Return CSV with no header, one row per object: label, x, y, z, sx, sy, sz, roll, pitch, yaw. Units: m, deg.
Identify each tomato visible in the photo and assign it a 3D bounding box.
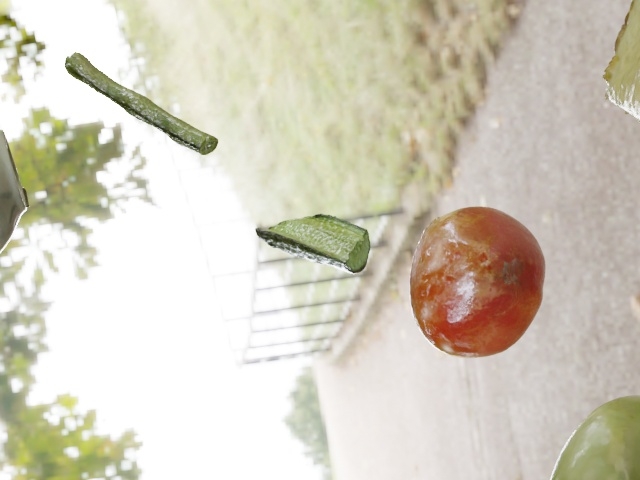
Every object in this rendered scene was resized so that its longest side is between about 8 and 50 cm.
tomato,0.246,0.058,1.851,0.139,0.200,0.233,-14,61,66

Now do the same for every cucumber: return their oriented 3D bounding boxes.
cucumber,0.000,0.000,1.576,0.220,0.070,0.046,20,144,55

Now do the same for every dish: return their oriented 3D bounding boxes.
dish,-0.362,-0.069,1.362,0.191,0.066,0.190,163,90,-80

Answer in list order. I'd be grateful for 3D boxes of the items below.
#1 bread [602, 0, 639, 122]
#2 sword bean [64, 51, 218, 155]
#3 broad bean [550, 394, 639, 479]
bread,0.423,-0.197,1.075,0.207,0.279,0.279,-97,27,-73
sword bean,-0.253,-0.188,1.726,0.038,0.269,0.043,-39,-28,-40
broad bean,0.261,0.247,0.944,0.121,0.189,0.263,127,146,-74
